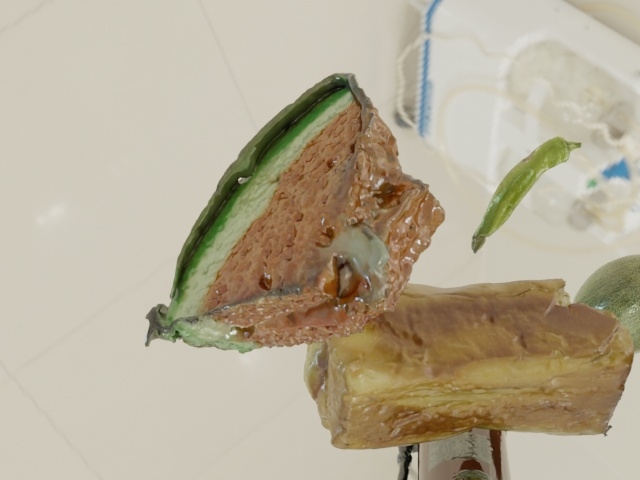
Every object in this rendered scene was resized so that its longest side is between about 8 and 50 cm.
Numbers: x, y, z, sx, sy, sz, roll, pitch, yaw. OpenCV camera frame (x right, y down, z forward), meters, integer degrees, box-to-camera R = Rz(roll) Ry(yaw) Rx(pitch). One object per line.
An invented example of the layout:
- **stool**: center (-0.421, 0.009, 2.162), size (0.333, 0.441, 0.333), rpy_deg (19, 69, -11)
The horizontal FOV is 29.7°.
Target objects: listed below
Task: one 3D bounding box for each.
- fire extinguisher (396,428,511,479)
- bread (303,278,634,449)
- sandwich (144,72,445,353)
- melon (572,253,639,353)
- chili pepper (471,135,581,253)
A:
- **fire extinguisher**: center (0.143, 0.309, 1.390), size (0.200, 0.376, 0.113), rpy_deg (-42, 103, 17)
- **bread**: center (0.157, 0.128, 1.312), size (0.343, 0.149, 0.195), rpy_deg (-2, 139, -8)
- **sandwich**: center (-0.004, -0.010, 1.052), size (0.109, 0.212, 0.292), rpy_deg (48, 54, -43)
- **melon**: center (0.451, 0.092, 1.749), size (0.192, 0.139, 0.139), rpy_deg (-35, 147, 26)
- **chili pepper**: center (0.263, -0.070, 1.628), size (0.208, 0.043, 0.049), rpy_deg (-46, 162, 12)
